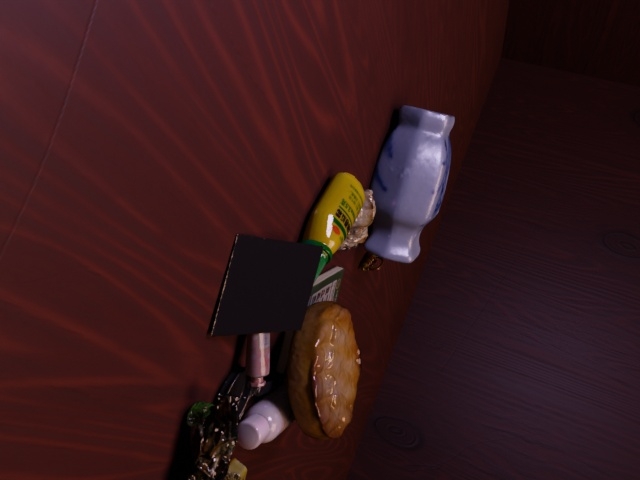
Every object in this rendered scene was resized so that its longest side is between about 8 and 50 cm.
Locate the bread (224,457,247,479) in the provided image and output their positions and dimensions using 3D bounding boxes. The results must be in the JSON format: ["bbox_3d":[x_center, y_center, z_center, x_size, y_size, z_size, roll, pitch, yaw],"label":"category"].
[{"bbox_3d":[-0.202,0.558,1.180,0.088,0.049,0.226,-13,119,-70],"label":"bread"}]

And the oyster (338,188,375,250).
[{"bbox_3d":[0.075,-0.044,1.361,0.191,0.081,0.163,0,115,-51],"label":"oyster"}]

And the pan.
[{"bbox_3d":[-0.143,0.293,1.125,0.235,0.028,0.136,8,101,-70],"label":"pan"}]

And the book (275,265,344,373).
[{"bbox_3d":[-0.019,0.179,1.390,0.264,0.027,0.202,-22,128,-67],"label":"book"}]

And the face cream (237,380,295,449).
[{"bbox_3d":[-0.099,0.365,1.248,0.269,0.082,0.082,-13,120,-70],"label":"face cream"}]

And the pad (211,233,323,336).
[{"bbox_3d":[-0.083,0.081,1.011,0.245,0.006,0.170,8,97,-57],"label":"pad"}]

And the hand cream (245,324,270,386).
[{"bbox_3d":[-0.108,0.153,1.048,0.067,0.043,0.210,-13,107,-69],"label":"hand cream"}]

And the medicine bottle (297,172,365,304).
[{"bbox_3d":[0.000,0.000,1.185,0.309,0.076,0.111,-60,139,-27],"label":"medicine bottle"}]

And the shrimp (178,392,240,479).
[{"bbox_3d":[-0.224,0.403,0.909,0.365,0.071,0.233,-66,161,12],"label":"shrimp"}]

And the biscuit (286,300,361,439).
[{"bbox_3d":[0.006,0.281,1.291,0.296,0.102,0.296,-3,90,-70],"label":"biscuit"}]

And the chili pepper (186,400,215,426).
[{"bbox_3d":[-0.194,0.282,0.965,0.030,0.034,0.091,-38,164,5],"label":"chili pepper"}]

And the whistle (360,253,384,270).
[{"bbox_3d":[0.159,0.060,1.767,0.109,0.057,0.046,-55,177,-42],"label":"whistle"}]

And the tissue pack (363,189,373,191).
[{"bbox_3d":[0.092,-0.091,1.463,0.138,0.028,0.085,6,99,-68],"label":"tissue pack"}]

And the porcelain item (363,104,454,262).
[{"bbox_3d":[0.246,-0.153,1.611,0.242,0.178,0.405,-26,132,-67],"label":"porcelain item"}]
